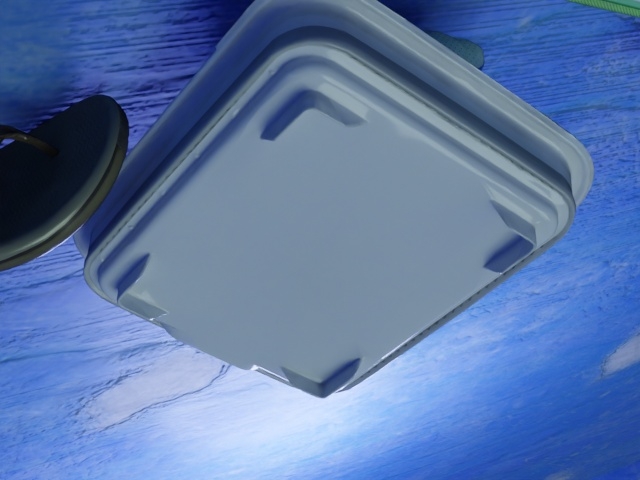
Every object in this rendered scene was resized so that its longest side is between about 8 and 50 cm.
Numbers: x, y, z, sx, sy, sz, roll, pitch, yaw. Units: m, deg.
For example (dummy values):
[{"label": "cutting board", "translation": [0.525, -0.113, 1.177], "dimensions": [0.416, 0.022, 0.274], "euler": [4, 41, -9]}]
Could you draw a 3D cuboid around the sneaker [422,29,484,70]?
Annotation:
[{"label": "sneaker", "translation": [0.059, -0.040, 0.855], "dimensions": [0.236, 0.130, 0.323], "euler": [-17, 144, -3]}]

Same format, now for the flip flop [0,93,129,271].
[{"label": "flip flop", "translation": [-0.259, -0.031, 0.666], "dimensions": [0.277, 0.112, 0.080], "euler": [-19, 137, -2]}]

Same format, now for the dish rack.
[{"label": "dish rack", "translation": [0.000, 0.000, 0.725], "dimensions": [0.285, 0.072, 0.333], "euler": [28, 132, -25]}]

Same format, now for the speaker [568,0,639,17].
[{"label": "speaker", "translation": [0.232, -0.219, 0.709], "dimensions": [0.296, 0.131, 0.131], "euler": [0, 142, -39]}]
